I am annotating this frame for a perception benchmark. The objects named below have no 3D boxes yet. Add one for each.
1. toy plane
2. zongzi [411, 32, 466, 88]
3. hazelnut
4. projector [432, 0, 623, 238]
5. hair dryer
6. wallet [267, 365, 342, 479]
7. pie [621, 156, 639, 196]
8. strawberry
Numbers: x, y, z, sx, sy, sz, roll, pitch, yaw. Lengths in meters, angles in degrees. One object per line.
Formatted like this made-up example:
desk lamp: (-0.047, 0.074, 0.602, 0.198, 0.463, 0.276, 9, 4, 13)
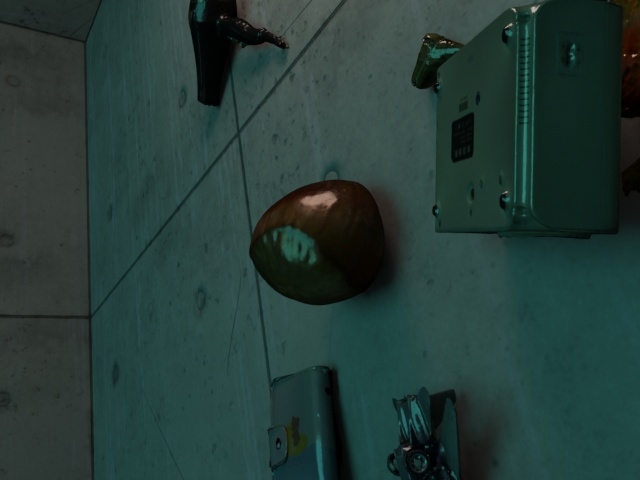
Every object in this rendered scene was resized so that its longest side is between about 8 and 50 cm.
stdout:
toy plane: (0.140, 0.315, 0.761, 0.212, 0.088, 0.267, 117, 146, -68)
zongzi: (0.167, -0.234, 0.861, 0.083, 0.040, 0.076, 34, 122, 35)
hazelnut: (0.000, 0.000, 0.961, 0.214, 0.176, 0.214, -18, 46, 20)
projector: (0.191, -0.102, 0.642, 0.250, 0.108, 0.198, -172, 83, -81)
hair dryer: (-0.184, -0.419, 1.394, 0.359, 0.120, 0.303, 31, 120, 45)
wallet: (-0.024, 0.331, 1.039, 0.170, 0.069, 0.231, -34, 52, 45)
pie: (0.341, -0.088, 0.561, 0.170, 0.034, 0.092, -54, 33, 36)
strawberry: (0.302, -0.178, 0.583, 0.145, 0.086, 0.145, -11, 77, 61)
